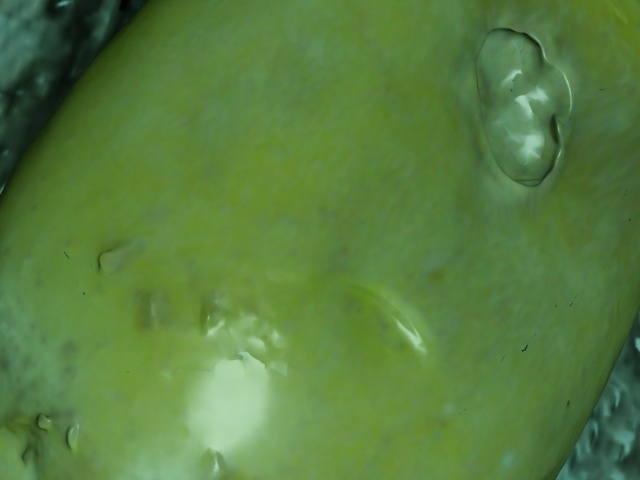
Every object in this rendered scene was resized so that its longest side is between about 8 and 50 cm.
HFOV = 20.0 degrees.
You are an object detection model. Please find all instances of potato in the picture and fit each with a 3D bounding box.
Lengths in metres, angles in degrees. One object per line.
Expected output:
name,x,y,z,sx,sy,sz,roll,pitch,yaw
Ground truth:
potato,0.000,0.000,0.473,0.234,0.146,0.150,-53,136,-31
